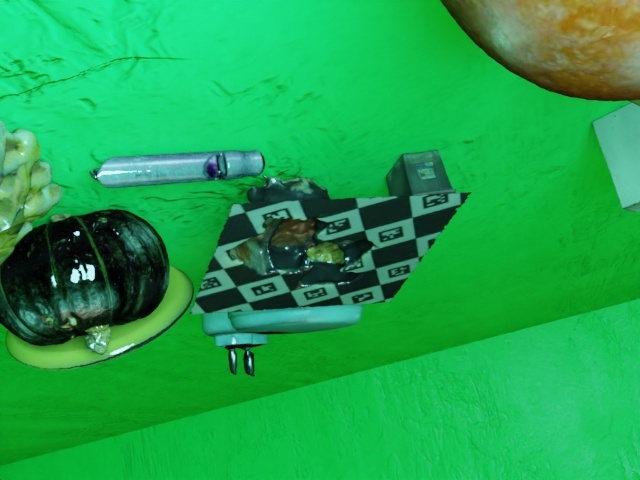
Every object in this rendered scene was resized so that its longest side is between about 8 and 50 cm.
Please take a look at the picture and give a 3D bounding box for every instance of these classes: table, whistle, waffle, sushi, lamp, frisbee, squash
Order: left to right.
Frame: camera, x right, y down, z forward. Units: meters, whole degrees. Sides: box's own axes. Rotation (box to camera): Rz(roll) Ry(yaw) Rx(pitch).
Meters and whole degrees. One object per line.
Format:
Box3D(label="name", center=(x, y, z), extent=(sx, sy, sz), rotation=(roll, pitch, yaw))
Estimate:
Box3D(label="waffle", center=(-0.328, -0.017, 0.675), extent=(0.223, 0.054, 0.204), rotation=(-42, 156, -7))
Box3D(label="squash", center=(-0.265, 0.042, 0.887), extent=(0.193, 0.156, 0.193), rotation=(-29, -165, 9))
Box3D(label="frisbee", center=(-0.274, 0.084, 0.996), extent=(0.236, 0.017, 0.236), rotation=(-9, -152, 5))
Box3D(label="whistle", center=(-0.142, -0.073, 0.809), extent=(0.176, 0.033, 0.033), rotation=(-7, 162, -23))
Box3D(label="lamp", center=(-0.060, 0.102, 1.245), extent=(0.284, 0.147, 0.209), rotation=(-32, 155, 28))
Box3D(label="sushi", center=(0.000, 0.000, 0.981), extent=(0.292, 0.059, 0.294), rotation=(-2, 151, -20))
Box3D(label="table", center=(0.467, -0.130, 0.936), extent=(0.240, 0.121, 0.111), rotation=(-26, 159, 39))

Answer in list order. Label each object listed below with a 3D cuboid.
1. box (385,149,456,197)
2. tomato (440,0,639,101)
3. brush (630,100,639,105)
Box3D(label="box", center=(0.117, -0.066, 0.978), extent=(0.060, 0.063, 0.085), rotation=(-10, 162, -16))
Box3D(label="tomato", center=(0.153, -0.172, 0.403), extent=(0.208, 0.208, 0.184), rotation=(-15, 154, 8))
Box3D(label="brush", center=(0.317, -0.167, 0.739), extent=(0.233, 0.103, 0.047), rotation=(3, 153, -47))
